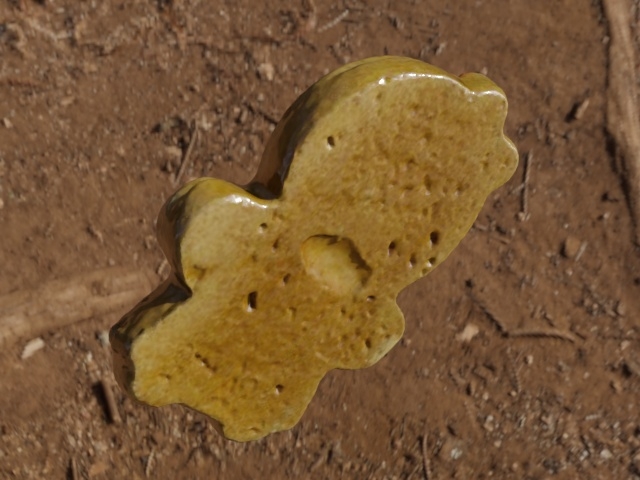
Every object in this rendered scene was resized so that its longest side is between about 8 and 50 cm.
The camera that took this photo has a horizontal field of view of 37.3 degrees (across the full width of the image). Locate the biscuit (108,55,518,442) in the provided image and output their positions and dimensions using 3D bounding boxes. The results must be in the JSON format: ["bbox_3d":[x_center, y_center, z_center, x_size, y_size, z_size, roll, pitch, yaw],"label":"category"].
[{"bbox_3d":[0.000,0.000,0.464,0.225,0.166,0.036,-51,42,7],"label":"biscuit"}]
